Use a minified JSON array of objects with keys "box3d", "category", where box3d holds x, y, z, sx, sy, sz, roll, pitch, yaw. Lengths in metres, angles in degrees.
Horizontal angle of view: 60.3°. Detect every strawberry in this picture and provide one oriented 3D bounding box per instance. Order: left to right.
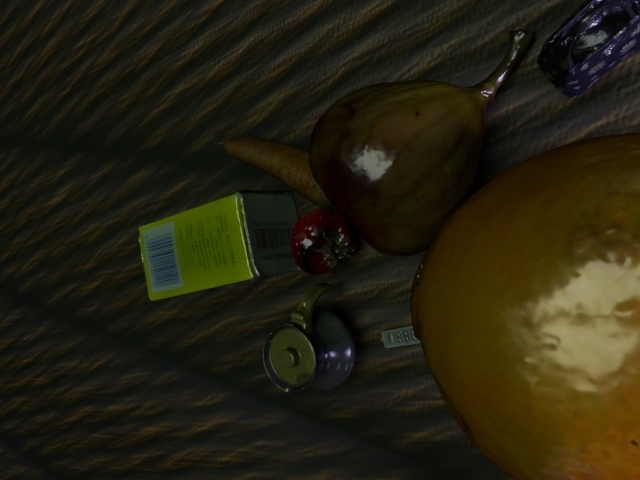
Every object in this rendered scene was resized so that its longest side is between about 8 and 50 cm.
[{"box3d":[-0.001,-0.001,0.822,0.106,0.106,0.106,2,94,34],"category":"strawberry"}]

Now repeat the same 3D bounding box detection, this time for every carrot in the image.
[{"box3d":[-0.070,-0.127,0.875,0.298,0.078,0.078,25,106,34],"category":"carrot"}]

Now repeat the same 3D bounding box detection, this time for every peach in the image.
[{"box3d":[0.259,0.063,0.526,0.373,0.290,0.372,2,93,38],"category":"peach"}]

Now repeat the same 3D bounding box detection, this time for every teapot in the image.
[{"box3d":[-0.014,0.147,0.818,0.130,0.119,0.165,12,98,33],"category":"teapot"}]

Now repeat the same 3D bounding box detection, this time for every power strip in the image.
[{"box3d":[0.121,0.137,0.788,0.083,0.017,0.027,-18,81,32],"category":"power strip"}]

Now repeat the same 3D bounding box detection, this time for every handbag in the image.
[{"box3d":[0.287,-0.216,0.583,0.115,0.139,0.072,-40,79,28],"category":"handbag"}]

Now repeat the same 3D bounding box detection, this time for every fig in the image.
[{"box3d":[0.146,-0.136,0.677,0.321,0.217,0.217,-40,69,6],"category":"fig"}]

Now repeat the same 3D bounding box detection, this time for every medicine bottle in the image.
[{"box3d":[-0.166,0.009,0.903,0.250,0.137,0.141,-13,84,34],"category":"medicine bottle"}]
